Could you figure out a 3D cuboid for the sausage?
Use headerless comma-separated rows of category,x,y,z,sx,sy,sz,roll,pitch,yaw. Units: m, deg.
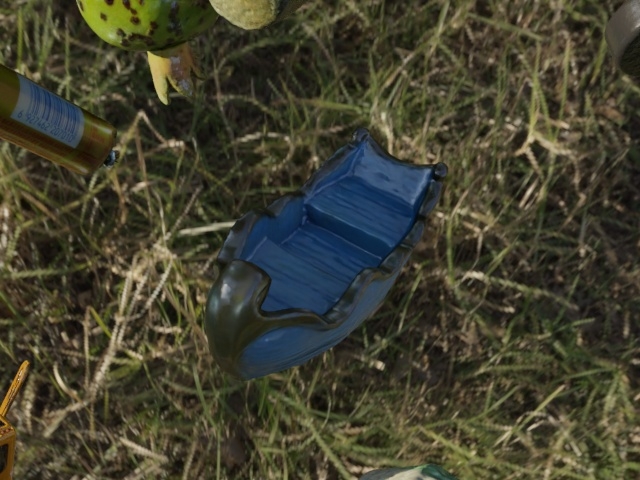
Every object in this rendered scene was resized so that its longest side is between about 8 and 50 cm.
sausage,-0.323,-0.141,0.921,0.082,0.371,0.082,-8,73,26

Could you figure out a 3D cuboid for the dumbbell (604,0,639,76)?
dumbbell,0.308,-0.111,0.738,0.100,0.100,0.191,-10,69,-9

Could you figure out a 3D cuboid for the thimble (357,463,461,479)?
thimble,0.127,0.420,1.250,0.219,0.150,0.219,19,64,-45

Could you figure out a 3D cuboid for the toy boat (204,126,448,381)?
toy boat,0.000,0.000,0.441,0.075,0.077,0.185,27,42,18

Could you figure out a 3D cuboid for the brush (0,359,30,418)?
brush,-0.476,0.294,1.292,0.017,0.314,0.090,24,19,-22

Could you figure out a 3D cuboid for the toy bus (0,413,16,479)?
toy bus,-0.420,0.299,1.094,0.088,0.194,0.083,27,27,31

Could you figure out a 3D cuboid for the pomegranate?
pomegranate,-0.234,-0.370,1.396,0.231,0.286,0.231,-23,43,24

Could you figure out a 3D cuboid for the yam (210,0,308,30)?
yam,-0.034,-0.423,1.223,0.195,0.195,0.300,42,58,13
